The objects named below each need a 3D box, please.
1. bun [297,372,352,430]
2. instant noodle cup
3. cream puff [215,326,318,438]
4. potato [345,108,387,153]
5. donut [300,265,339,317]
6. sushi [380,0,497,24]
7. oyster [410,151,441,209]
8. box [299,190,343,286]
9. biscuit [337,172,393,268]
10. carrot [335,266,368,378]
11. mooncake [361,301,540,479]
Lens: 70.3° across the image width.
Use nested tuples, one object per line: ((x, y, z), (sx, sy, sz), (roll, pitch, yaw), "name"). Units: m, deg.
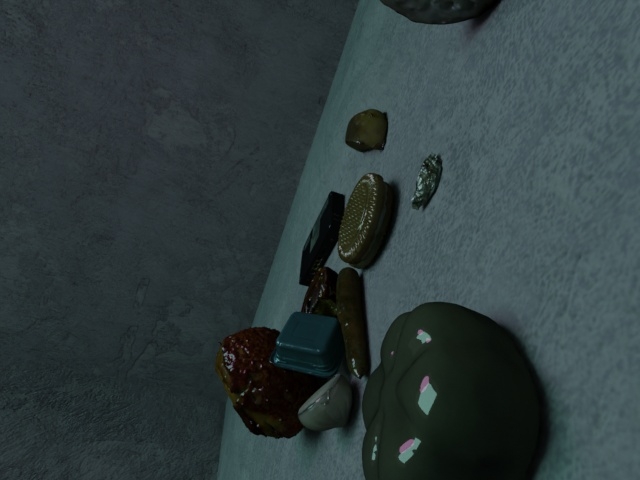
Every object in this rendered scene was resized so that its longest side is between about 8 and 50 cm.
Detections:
((0.023, 0.367, 0.995), (0.138, 0.094, 0.138), (-41, -6, -5), "bun")
((-0.026, 0.241, 1.111), (0.157, 0.179, 0.070), (-59, -35, -44), "instant noodle cup")
((-0.131, 0.374, 1.241), (0.228, 0.351, 0.350), (-34, 11, -4), "cream puff")
((0.143, -0.356, 1.441), (0.243, 0.098, 0.138), (-139, 68, -76), "potato")
((0.009, 0.192, 1.293), (0.216, 0.095, 0.231), (-142, 69, -80), "donut")
((0.234, -0.623, 0.887), (0.281, 0.299, 0.294), (-27, 43, 53), "sushi")
((0.210, -0.127, 0.936), (0.100, 0.037, 0.098), (-86, 18, -49), "oyster")
((0.000, 0.000, 1.703), (0.211, 0.058, 0.350), (-84, 16, -46), "box")
((0.114, -0.050, 1.179), (0.259, 0.079, 0.259), (-164, 90, -77), "biscuit")
((0.072, 0.190, 1.078), (0.342, 0.070, 0.070), (-91, 21, -53), "carrot")
((0.139, 0.208, 0.572), (0.275, 0.135, 0.275), (-162, 90, -83), "mooncake")
